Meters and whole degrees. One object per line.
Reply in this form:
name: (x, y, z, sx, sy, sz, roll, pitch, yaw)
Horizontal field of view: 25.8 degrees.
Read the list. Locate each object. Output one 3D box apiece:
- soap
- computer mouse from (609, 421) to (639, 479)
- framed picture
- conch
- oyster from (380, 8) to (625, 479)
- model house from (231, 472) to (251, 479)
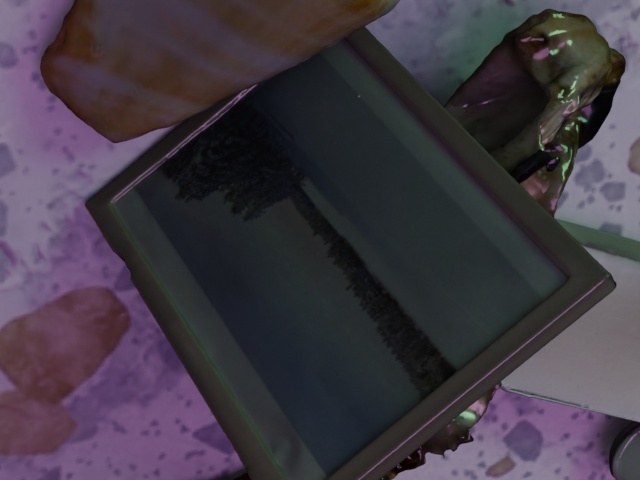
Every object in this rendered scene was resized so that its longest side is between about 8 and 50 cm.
soap: (0.207, 0.060, 0.991, 0.183, 0.064, 0.121, 15, 106, -19)
computer mouse: (0.258, 0.163, 1.060, 0.110, 0.032, 0.056, 21, 104, -32)
framed picture: (0.000, 0.000, 0.802, 0.213, 0.289, 0.016, -39, 140, 2)
conch: (-0.046, -0.150, 0.810, 0.158, 0.127, 0.255, 39, 97, -24)
oyster: (0.067, 0.001, 0.879, 0.198, 0.133, 0.337, 20, 114, -42)
model house: (-0.077, 0.317, 0.959, 0.196, 0.160, 0.254, -14, 114, -10)
